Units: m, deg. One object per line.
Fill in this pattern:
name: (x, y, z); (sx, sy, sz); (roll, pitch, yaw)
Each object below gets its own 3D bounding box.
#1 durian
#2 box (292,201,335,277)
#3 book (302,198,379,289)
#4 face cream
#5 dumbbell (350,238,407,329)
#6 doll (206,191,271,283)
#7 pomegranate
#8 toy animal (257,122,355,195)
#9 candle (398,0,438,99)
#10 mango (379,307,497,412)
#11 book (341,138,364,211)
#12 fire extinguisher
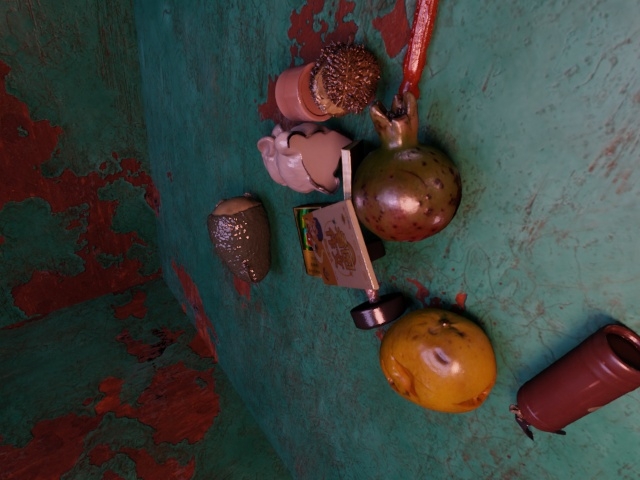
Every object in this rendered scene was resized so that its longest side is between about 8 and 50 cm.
durian: (0.056, -0.397, 0.966); (0.196, 0.167, 0.196); (1, 91, 45)
box: (0.000, 0.000, 1.301); (0.159, 0.071, 0.240); (4, 108, 56)
book: (0.039, 0.017, 1.002); (0.295, 0.020, 0.207); (-10, 99, 69)
face cream: (-0.033, -0.396, 1.089); (0.104, 0.149, 0.149); (17, 119, 48)
dumbbell: (0.130, 0.117, 1.108); (0.152, 0.153, 0.218); (-23, 87, 55)
doll: (-0.302, -0.003, 1.593); (0.247, 0.247, 0.349); (5, 116, 53)
pomegranate: (0.164, -0.144, 0.869); (0.242, 0.242, 0.305); (-23, 89, 55)
toy animal: (-0.077, -0.243, 1.186); (0.258, 0.193, 0.357); (40, 167, -34)
candle: (0.208, -0.437, 0.834); (0.051, 0.048, 0.329); (27, 126, 28)
mango: (0.271, 0.300, 1.000); (0.253, 0.182, 0.365); (58, 154, 13)
book: (0.085, -0.162, 1.004); (0.024, 0.228, 0.160); (0, 109, 14)
fire extinguisher: (0.481, 0.303, 0.778); (0.138, 0.102, 0.344); (24, 133, 4)
